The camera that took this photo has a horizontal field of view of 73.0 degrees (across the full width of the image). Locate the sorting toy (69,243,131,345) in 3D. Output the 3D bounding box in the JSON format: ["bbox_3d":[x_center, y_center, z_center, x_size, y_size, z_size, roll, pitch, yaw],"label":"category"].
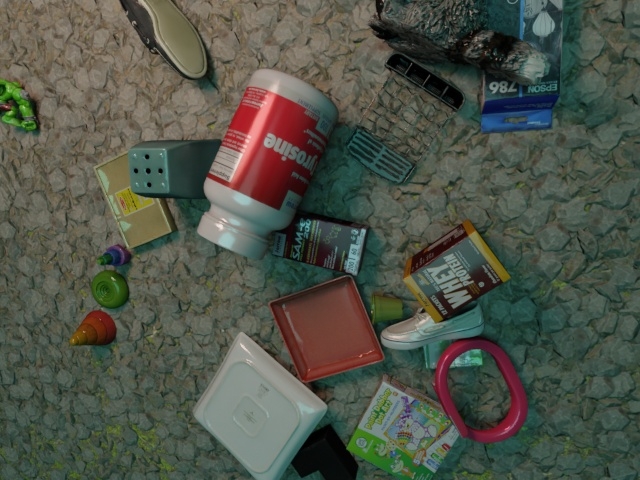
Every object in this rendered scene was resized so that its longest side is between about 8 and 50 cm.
[{"bbox_3d":[-0.690,0.188,1.331,0.127,0.126,0.365,25,106,8],"label":"sorting toy"}]

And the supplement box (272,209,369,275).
[{"bbox_3d":[0.000,0.000,1.161,0.239,0.073,0.130,13,103,12],"label":"supplement box"}]

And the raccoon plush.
[{"bbox_3d":[0.314,-0.540,0.928,0.446,0.216,0.299,25,100,4],"label":"raccoon plush"}]

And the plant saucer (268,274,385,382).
[{"bbox_3d":[0.019,0.246,1.217,0.259,0.048,0.258,-21,95,17],"label":"plant saucer"}]

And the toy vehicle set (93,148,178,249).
[{"bbox_3d":[-0.548,-0.123,1.284,0.166,0.035,0.267,-19,96,16],"label":"toy vehicle set"}]

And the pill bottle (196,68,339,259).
[{"bbox_3d":[-0.136,-0.172,1.040,0.229,0.229,0.407,25,92,8],"label":"pill bottle"}]

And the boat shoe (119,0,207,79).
[{"bbox_3d":[-0.428,-0.555,1.140,0.113,0.127,0.340,-28,102,46],"label":"boat shoe"}]

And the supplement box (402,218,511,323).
[{"bbox_3d":[0.317,0.067,1.037,0.194,0.191,0.129,-37,90,17],"label":"supplement box"}]

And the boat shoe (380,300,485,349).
[{"bbox_3d":[0.283,0.212,1.115,0.267,0.096,0.088,-11,111,13],"label":"boat shoe"}]

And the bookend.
[{"bbox_3d":[0.003,0.659,1.285,0.156,0.072,0.157,-35,92,18],"label":"bookend"}]

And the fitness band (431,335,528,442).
[{"bbox_3d":[0.412,0.389,1.121,0.209,0.054,0.291,-28,97,-4],"label":"fitness band"}]

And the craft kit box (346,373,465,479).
[{"bbox_3d":[0.235,0.541,1.220,0.247,0.061,0.250,26,105,10],"label":"craft kit box"}]

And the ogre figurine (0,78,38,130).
[{"bbox_3d":[-0.937,-0.418,1.290,0.197,0.097,0.118,37,118,16],"label":"ogre figurine"}]

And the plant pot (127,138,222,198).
[{"bbox_3d":[-0.382,-0.183,1.131,0.165,0.234,0.165,2,102,13],"label":"plant pot"}]

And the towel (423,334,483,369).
[{"bbox_3d":[0.352,0.289,1.159,0.152,0.023,0.113,-7,100,14],"label":"towel"}]

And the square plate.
[{"bbox_3d":[-0.201,0.509,1.279,0.347,0.049,0.344,36,105,17],"label":"square plate"}]

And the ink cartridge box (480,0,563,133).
[{"bbox_3d":[0.452,-0.418,0.982,0.165,0.065,0.332,-2,101,13],"label":"ink cartridge box"}]

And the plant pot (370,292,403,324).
[{"bbox_3d":[0.178,0.183,1.157,0.079,0.083,0.083,0,101,1],"label":"plant pot"}]

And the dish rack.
[{"bbox_3d":[0.192,-0.286,1.062,0.208,0.074,0.271,35,106,6],"label":"dish rack"}]
